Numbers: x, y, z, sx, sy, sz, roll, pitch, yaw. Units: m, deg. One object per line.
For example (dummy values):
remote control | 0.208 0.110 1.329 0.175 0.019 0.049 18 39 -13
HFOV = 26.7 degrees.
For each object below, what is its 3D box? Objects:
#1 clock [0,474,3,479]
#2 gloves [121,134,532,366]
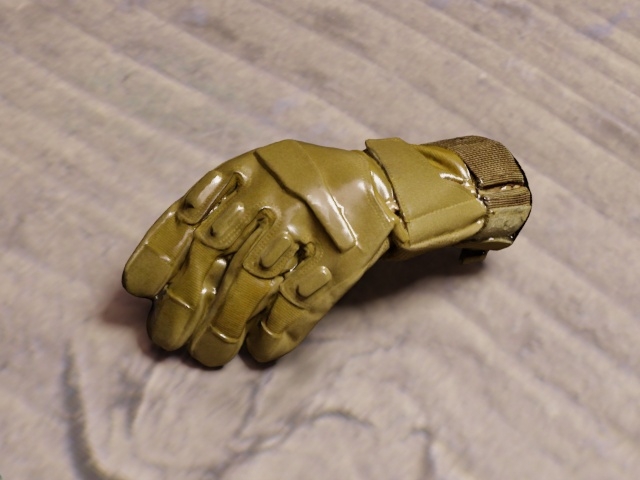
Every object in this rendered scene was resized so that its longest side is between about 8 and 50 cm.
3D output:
clock | -0.341 0.205 0.870 0.281 0.055 0.280 5 48 -6
gloves | 0.004 -0.012 1.065 0.331 0.141 0.154 -14 54 -21
